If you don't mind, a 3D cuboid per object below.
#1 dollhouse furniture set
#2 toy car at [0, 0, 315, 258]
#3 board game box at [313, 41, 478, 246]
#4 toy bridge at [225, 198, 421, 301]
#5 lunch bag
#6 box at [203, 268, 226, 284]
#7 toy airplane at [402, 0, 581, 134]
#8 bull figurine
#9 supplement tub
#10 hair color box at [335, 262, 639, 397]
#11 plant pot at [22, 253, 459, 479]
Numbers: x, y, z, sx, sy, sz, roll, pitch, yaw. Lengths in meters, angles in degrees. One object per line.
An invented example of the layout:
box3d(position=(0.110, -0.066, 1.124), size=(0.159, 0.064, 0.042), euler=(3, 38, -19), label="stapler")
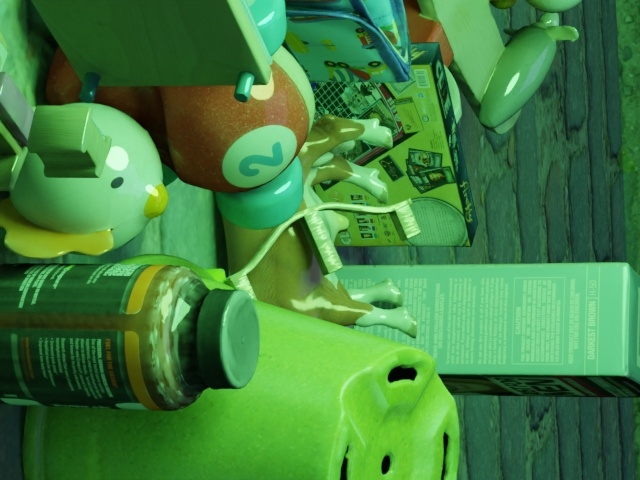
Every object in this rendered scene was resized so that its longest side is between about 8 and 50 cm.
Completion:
box3d(position=(-0.138, -0.189, 1.161), size=(0.286, 0.303, 0.198), euler=(61, 35, -53), label="dollhouse furniture set")
box3d(position=(-0.139, -0.059, 1.346), size=(0.219, 0.210, 0.238), euler=(84, 30, -50), label="toy car")
box3d(position=(0.066, -0.098, 1.930), size=(0.042, 0.165, 0.243), euler=(-68, 152, -46), label="board game box")
box3d(position=(0.000, 0.000, 1.642), size=(0.063, 0.188, 0.026), euler=(66, -15, 0), label="toy bridge")
box3d(position=(-0.056, -0.223, 1.509), size=(0.293, 0.221, 0.138), euler=(61, 35, -53), label="lunch bag")
box3d(position=(-0.128, 0.098, 1.569), size=(0.178, 0.042, 0.109), euler=(-34, 120, -65), label="box")
box3d(position=(0.170, -0.281, 2.061), size=(0.386, 0.272, 0.384), euler=(-37, 125, -66), label="toy airplane")
box3d(position=(-0.016, 0.027, 1.703), size=(0.101, 0.188, 0.310), euler=(-177, -100, -83), label="bull figurine")
box3d(position=(-0.146, 0.069, 1.292), size=(0.106, 0.198, 0.106), euler=(1, 90, -69), label="supplement tub")
box3d(position=(0.138, 0.093, 1.817), size=(0.185, 0.374, 0.114), euler=(31, 61, -67), label="hair color box")
box3d(position=(-0.042, 0.157, 1.404), size=(0.276, 0.254, 0.276), euler=(-11, 103, -55), label="plant pot")
